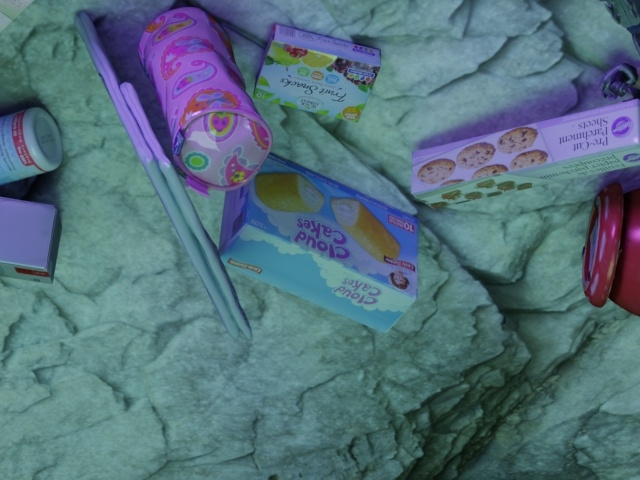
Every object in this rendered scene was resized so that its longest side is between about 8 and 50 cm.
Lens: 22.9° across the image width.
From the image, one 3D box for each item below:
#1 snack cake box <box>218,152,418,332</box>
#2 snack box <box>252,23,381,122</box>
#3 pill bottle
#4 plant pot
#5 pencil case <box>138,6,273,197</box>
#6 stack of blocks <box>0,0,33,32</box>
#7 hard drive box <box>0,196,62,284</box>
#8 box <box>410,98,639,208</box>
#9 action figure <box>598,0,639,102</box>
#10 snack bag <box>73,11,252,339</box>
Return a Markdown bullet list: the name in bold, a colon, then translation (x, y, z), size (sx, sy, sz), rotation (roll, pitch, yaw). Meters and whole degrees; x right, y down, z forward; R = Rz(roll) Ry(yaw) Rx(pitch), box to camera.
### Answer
- **snack cake box**: translation (0.000, 0.000, 2.128), size (0.264, 0.152, 0.089), rotation (23, 132, -20)
- **snack box**: translation (-0.005, -0.210, 1.996), size (0.141, 0.037, 0.100), rotation (13, 136, -10)
- **pill bottle**: translation (-0.427, -0.115, 2.080), size (0.160, 0.087, 0.087), rotation (-15, 133, 17)
- **plant pot**: translation (0.444, 0.013, 2.095), size (0.174, 0.191, 0.191), rotation (9, 136, 2)
- **pencil case**: translation (-0.142, -0.168, 1.872), size (0.124, 0.284, 0.124), rotation (-8, 126, -11)
- **stack of blocks**: translation (-0.448, -0.378, 1.755), size (0.297, 0.171, 0.087), rotation (34, 128, -29)
- **hard drive box**: translation (-0.472, -0.010, 2.131), size (0.232, 0.089, 0.181), rotation (8, 171, -5)
- **box**: translation (0.267, -0.107, 2.013), size (0.324, 0.067, 0.063), rotation (-11, 155, 32)
- **action figure**: translation (0.415, -0.236, 1.908), size (0.185, 0.099, 0.285), rotation (-21, 134, 16)
- **snack bag**: translation (-0.193, -0.081, 1.950), size (0.037, 0.342, 0.323), rotation (-27, 133, -4)
